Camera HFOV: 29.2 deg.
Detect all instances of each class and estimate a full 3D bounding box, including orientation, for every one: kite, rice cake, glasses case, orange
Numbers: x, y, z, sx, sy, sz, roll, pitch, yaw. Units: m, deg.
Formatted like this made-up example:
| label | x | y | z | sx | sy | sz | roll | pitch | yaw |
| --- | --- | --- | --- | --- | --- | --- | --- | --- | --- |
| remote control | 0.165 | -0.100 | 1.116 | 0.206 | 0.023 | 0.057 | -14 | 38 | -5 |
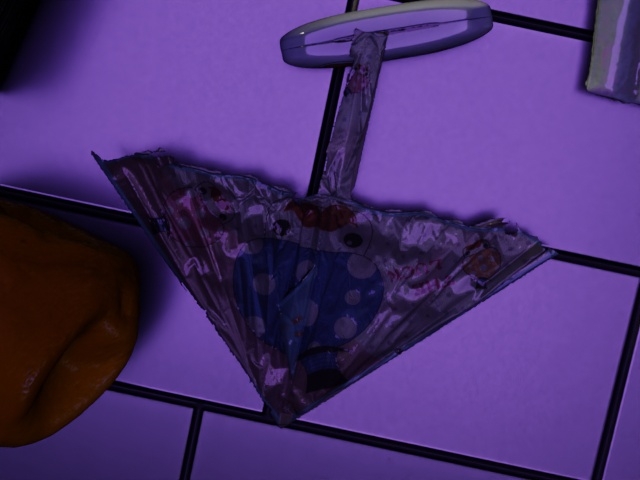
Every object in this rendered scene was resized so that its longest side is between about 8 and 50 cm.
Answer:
| label | x | y | z | sx | sy | sz | roll | pitch | yaw |
| --- | --- | --- | --- | --- | --- | --- | --- | --- | --- |
| kite | 0.000 | 0.000 | 1.041 | 0.405 | 0.014 | 0.369 | 11 | 109 | -4 |
| rice cake | 0.273 | -0.222 | 1.027 | 0.085 | 0.040 | 0.226 | 6 | 97 | 0 |
| glasses case | 0.055 | -0.173 | 1.027 | 0.178 | 0.067 | 0.045 | -8 | 98 | 3 |
| orange | -0.273 | 0.060 | 0.984 | 0.248 | 0.249 | 0.183 | 20 | 91 | -1 |

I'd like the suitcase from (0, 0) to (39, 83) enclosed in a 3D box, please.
| label | x | y | z | sx | sy | sz | roll | pitch | yaw |
| --- | --- | --- | --- | --- | --- | --- | --- | --- | --- |
| suitcase | -0.267 | -0.279 | 0.943 | 0.152 | 0.229 | 0.335 | 26 | 97 | -1 |
